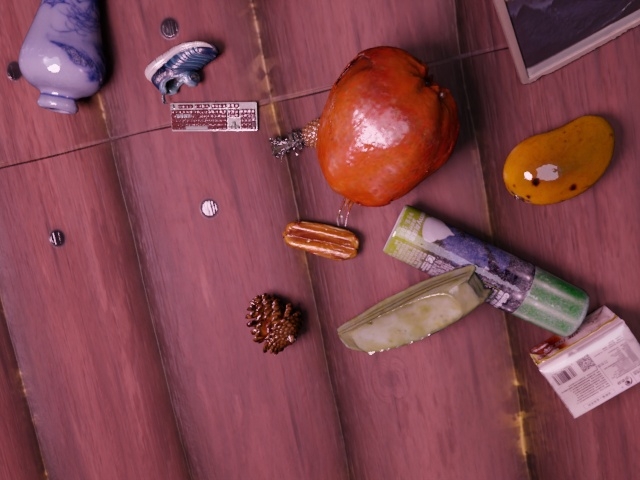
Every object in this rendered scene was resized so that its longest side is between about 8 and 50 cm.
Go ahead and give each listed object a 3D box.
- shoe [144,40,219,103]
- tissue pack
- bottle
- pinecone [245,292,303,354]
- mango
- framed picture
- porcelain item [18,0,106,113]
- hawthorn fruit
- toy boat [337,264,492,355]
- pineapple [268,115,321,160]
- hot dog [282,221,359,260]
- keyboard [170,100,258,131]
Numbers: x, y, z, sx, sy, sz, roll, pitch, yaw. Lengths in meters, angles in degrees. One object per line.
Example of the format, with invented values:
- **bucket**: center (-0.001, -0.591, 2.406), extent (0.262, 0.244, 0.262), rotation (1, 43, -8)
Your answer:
- **shoe**: center (-0.240, -0.303, 0.942), extent (0.142, 0.064, 0.071), rotation (-24, 93, 16)
- **tissue pack**: center (0.441, 0.196, 0.871), extent (0.148, 0.099, 0.106), rotation (-36, 93, 13)
- **bottle**: center (0.270, 0.051, 0.885), extent (0.330, 0.093, 0.093), rotation (26, 102, 5)
- **pinecone**: center (-0.085, 0.146, 0.968), extent (0.102, 0.102, 0.109), rotation (-37, 80, 14)
- **mango**: center (0.381, -0.122, 0.843), extent (0.178, 0.090, 0.115), rotation (-22, 87, 5)
- **framed picture**: center (0.397, -0.374, 0.787), extent (0.265, 0.018, 0.192), rotation (-28, 125, 13)
- **porcelain item**: center (-0.449, -0.359, 0.941), extent (0.141, 0.141, 0.259), rotation (7, 92, 9)
- **hawthorn fruit**: center (0.085, -0.145, 0.841), extent (0.211, 0.211, 0.299), rotation (33, 118, 4)
- **toy boat**: center (0.142, 0.133, 0.892), extent (0.293, 0.055, 0.093), rotation (-30, 102, 32)
- **pineapple**: center (-0.036, -0.178, 0.927), extent (0.124, 0.058, 0.058), rotation (-12, 96, 13)
- **hot dog**: center (0.000, 0.000, 0.956), extent (0.144, 0.038, 0.062), rotation (12, 103, 11)
- **keyboard**: center (-0.195, -0.227, 0.967), extent (0.165, 0.017, 0.055), rotation (2, 99, 10)
